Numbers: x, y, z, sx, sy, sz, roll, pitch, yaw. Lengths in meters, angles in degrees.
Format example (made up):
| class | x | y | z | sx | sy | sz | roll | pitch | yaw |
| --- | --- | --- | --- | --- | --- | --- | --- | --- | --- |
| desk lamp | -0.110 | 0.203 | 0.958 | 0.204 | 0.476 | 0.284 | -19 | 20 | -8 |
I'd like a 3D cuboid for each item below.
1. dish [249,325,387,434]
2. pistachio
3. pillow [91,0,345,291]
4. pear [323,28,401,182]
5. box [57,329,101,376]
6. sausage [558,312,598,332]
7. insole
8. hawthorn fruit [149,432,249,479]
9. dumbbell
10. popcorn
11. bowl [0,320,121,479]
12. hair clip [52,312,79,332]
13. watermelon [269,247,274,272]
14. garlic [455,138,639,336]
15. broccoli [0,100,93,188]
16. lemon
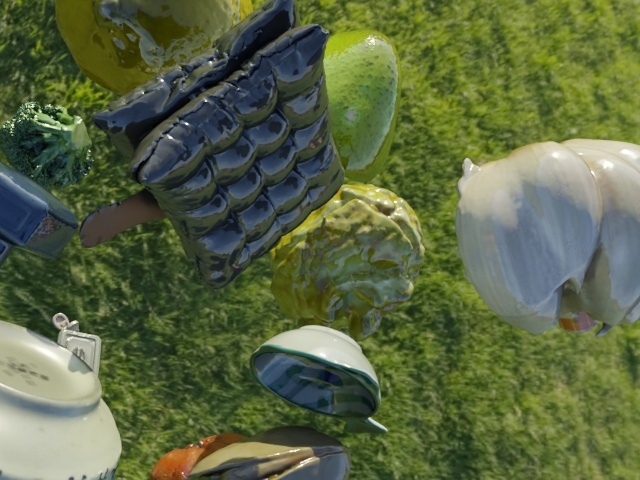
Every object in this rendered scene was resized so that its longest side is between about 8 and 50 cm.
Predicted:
| class | x | y | z | sx | sy | sz | roll | pitch | yaw |
| --- | --- | --- | --- | --- | --- | --- | --- | --- | --- |
| dish | 0.010 | 0.190 | 1.040 | 0.246 | 0.224 | 0.078 | 47 | 50 | -31 |
| pistachio | -0.062 | 0.313 | 0.950 | 0.226 | 0.136 | 0.136 | -2 | 86 | -30 |
| pillow | -0.084 | -0.085 | 0.763 | 0.228 | 0.326 | 0.101 | -39 | 69 | -13 |
| pear | 0.070 | -0.304 | 1.572 | 0.318 | 0.238 | 0.342 | -67 | 172 | 11 |
| box | -0.506 | 0.253 | 1.471 | 0.089 | 0.062 | 0.122 | 17 | 45 | -27 |
| sausage | 0.408 | 0.056 | 1.197 | 0.071 | 0.071 | 0.234 | -54 | 131 | -29 |
| insole | -0.260 | -0.055 | 1.083 | 0.253 | 0.005 | 0.086 | -31 | 145 | -47 |
| hawthorn fruit | -0.243 | 0.590 | 1.578 | 0.276 | 0.276 | 0.308 | -2 | 87 | -38 |
| dumbbell | -0.474 | 0.054 | 0.949 | 0.325 | 0.144 | 0.160 | -54 | 161 | -4 |
| popcorn | 0.052 | 0.029 | 1.217 | 0.247 | 0.282 | 0.282 | 37 | 62 | -10 |
| bowl | -0.253 | 0.142 | 0.542 | 0.237 | 0.237 | 0.126 | 26 | 94 | -33 |
| hair clip | -0.561 | 0.256 | 1.640 | 0.034 | 0.072 | 0.226 | -40 | 142 | -36 |
| watermelon | 0.000 | 0.000 | 1.468 | 0.256 | 0.260 | 0.176 | -13 | 52 | -22 |
| garlic | 0.269 | -0.003 | 0.707 | 0.281 | 0.184 | 0.203 | -10 | 89 | -58 |
| broccoli | -0.537 | -0.185 | 1.414 | 0.195 | 0.156 | 0.195 | -1 | 90 | -76 |
| lemon | -0.265 | -0.373 | 1.176 | 0.336 | 0.336 | 0.336 | 5 | 81 | -38 |
